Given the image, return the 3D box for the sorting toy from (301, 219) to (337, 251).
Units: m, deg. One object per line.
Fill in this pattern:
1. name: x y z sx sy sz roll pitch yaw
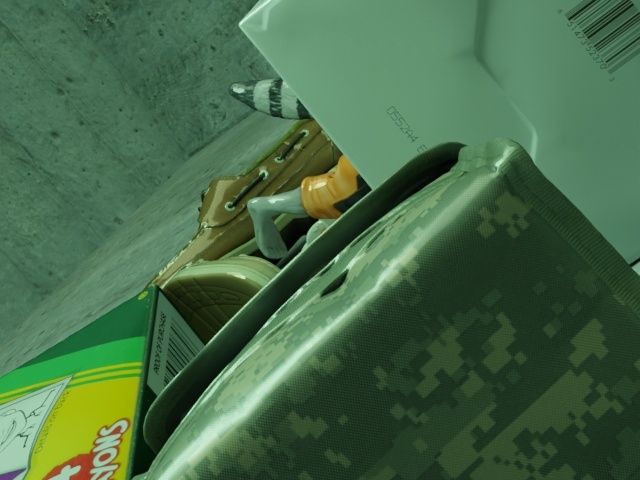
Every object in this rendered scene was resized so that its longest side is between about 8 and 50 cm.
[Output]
1. sorting toy: 0.000 0.000 1.503 0.075 0.045 0.083 -43 8 26

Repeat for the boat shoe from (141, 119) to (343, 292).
1. boat shoe: -0.088 -0.018 1.620 0.307 0.104 0.110 -37 -16 -13

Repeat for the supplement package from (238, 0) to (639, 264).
1. supplement package: 0.117 -0.109 0.918 0.204 0.262 0.145 -36 12 17

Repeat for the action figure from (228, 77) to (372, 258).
1. action figure: 0.059 -0.071 1.172 0.330 0.178 0.341 -11 33 49

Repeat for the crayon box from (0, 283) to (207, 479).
1. crayon box: -0.203 0.222 0.820 0.313 0.106 0.363 -30 25 14

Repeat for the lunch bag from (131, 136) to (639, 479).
1. lunch bag: 0.037 0.079 0.702 0.235 0.169 0.287 -43 3 1

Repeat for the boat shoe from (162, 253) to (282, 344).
1. boat shoe: -0.088 0.056 1.402 0.098 0.109 0.302 -46 6 -25
